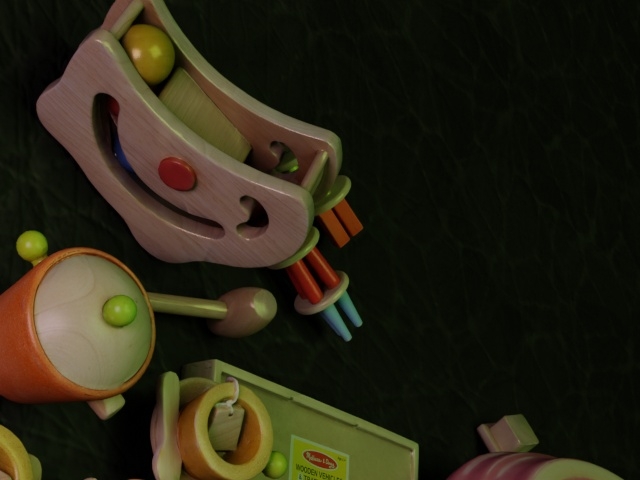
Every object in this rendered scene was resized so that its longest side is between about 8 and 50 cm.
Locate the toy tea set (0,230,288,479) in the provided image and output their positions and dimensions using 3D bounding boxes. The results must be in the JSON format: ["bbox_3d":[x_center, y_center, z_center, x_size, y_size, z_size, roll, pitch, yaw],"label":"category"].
[{"bbox_3d":[-0.096,0.142,0.880,0.336,0.124,0.200,32,55,-32],"label":"toy tea set"}]

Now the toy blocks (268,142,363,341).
[{"bbox_3d":[0.000,0.000,1.160,0.148,0.054,0.123,57,40,-24],"label":"toy blocks"}]

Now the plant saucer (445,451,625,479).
[{"bbox_3d":[0.236,0.308,1.140,0.332,0.084,0.332,30,33,-22],"label":"plant saucer"}]

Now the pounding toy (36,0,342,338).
[{"bbox_3d":[-0.089,-0.034,0.968,0.269,0.154,0.155,53,41,-26],"label":"pounding toy"}]

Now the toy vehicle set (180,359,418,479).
[{"bbox_3d":[-0.013,0.211,1.083,0.267,0.035,0.166,29,55,-45],"label":"toy vehicle set"}]

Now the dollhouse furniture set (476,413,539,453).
[{"bbox_3d":[0.123,0.348,1.210,0.303,0.174,0.356,6,47,-47],"label":"dollhouse furniture set"}]
